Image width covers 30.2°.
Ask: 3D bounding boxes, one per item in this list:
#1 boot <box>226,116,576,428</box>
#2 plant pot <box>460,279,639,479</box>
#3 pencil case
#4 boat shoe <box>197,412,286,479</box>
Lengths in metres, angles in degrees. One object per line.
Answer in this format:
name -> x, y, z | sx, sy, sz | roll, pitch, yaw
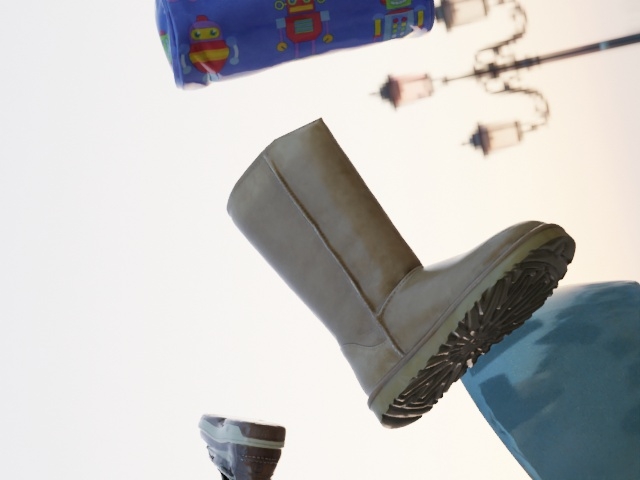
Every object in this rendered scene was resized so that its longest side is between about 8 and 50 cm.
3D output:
boot -> 0.053, -0.010, 1.011 | 0.089, 0.236, 0.269 | 17, -148, -53
plant pot -> 0.300, 0.154, 1.246 | 0.290, 0.195, 0.290 | 46, -169, -12
pencil case -> -0.033, -0.247, 1.275 | 0.133, 0.306, 0.119 | -129, 27, -66
boat shoe -> -0.110, 0.275, 1.520 | 0.257, 0.095, 0.095 | 152, 126, -77
